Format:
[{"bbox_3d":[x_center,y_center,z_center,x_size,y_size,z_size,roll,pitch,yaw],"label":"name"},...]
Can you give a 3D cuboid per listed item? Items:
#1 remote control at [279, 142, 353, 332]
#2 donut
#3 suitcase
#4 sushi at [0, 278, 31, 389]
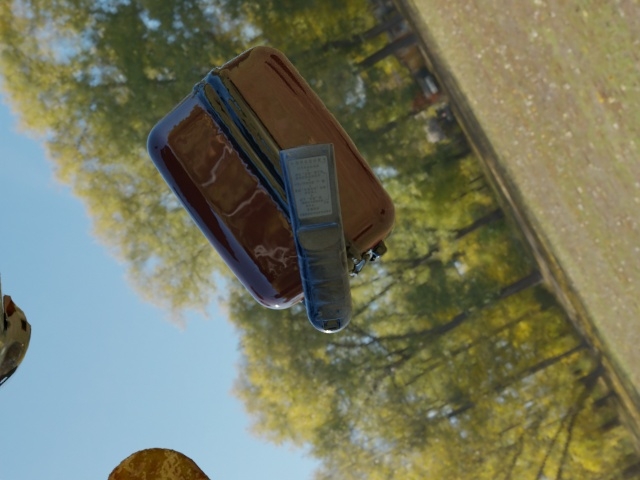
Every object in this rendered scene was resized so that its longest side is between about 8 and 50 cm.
[{"bbox_3d":[0.000,-0.001,0.632,0.027,0.044,0.152,-56,-42,-80],"label":"remote control"},{"bbox_3d":[-0.201,0.337,0.986,0.058,0.152,0.151,115,141,-48],"label":"donut"},{"bbox_3d":[-0.038,-0.053,0.822,0.236,0.161,0.297,53,-177,4],"label":"suitcase"},{"bbox_3d":[-0.393,0.069,0.498,0.176,0.417,0.417,45,-176,26],"label":"sushi"}]
